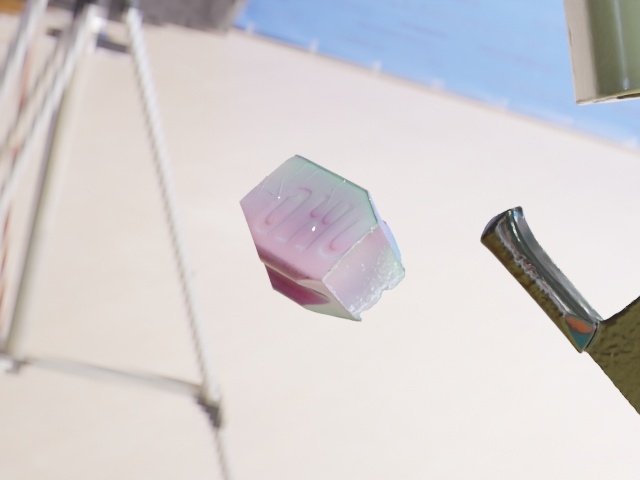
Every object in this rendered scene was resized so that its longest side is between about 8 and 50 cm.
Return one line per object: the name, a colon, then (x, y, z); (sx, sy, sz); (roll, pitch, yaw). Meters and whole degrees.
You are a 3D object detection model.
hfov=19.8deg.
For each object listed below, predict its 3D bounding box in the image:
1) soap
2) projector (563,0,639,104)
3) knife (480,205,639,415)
soap: (0.000, 0.000, 1.457); (0.100, 0.056, 0.149); (-42, 42, -16)
projector: (0.113, -0.085, 0.539); (0.083, 0.082, 0.083); (-8, 2, 0)
knife: (0.180, 0.067, 1.029); (0.230, 0.060, 0.028); (50, 33, 7)
